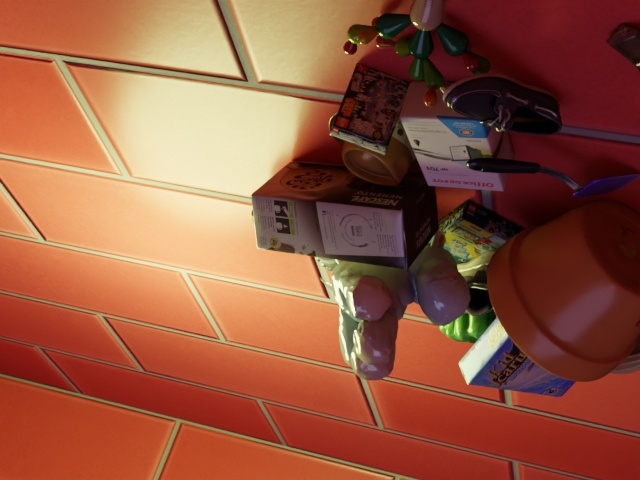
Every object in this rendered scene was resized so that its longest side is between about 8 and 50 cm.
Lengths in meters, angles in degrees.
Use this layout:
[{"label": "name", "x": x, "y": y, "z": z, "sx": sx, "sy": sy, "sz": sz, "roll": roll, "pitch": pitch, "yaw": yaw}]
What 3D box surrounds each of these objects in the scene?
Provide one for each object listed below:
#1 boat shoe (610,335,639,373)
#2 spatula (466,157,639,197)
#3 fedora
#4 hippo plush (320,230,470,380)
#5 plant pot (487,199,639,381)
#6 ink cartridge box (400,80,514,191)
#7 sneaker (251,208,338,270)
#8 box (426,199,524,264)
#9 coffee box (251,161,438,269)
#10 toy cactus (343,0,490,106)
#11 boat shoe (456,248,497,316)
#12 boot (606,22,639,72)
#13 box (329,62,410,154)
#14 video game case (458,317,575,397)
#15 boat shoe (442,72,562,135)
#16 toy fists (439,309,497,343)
[{"label": "boat shoe", "x": 0.556, "y": 0.206, "z": 2.221, "sx": 0.285, "sy": 0.105, "sz": 0.089, "roll": -8, "pitch": 145, "yaw": 44}, {"label": "spatula", "x": 0.368, "y": -0.104, "z": 1.761, "sx": 0.296, "sy": 0.030, "sz": 0.084, "roll": 9, "pitch": 157, "yaw": -17}, {"label": "fedora", "x": 0.098, "y": -0.152, "z": 1.899, "sx": 0.194, "sy": 0.079, "sz": 0.194, "roll": 16, "pitch": 153, "yaw": 8}, {"label": "hippo plush", "x": 0.150, "y": 0.116, "z": 2.033, "sx": 0.236, "sy": 0.294, "sz": 0.234, "roll": -11, "pitch": 116, "yaw": -11}, {"label": "plant pot", "x": 0.459, "y": 0.067, "z": 1.871, "sx": 0.290, "sy": 0.291, "sz": 0.203, "roll": 27, "pitch": 137, "yaw": -13}, {"label": "ink cartridge box", "x": 0.225, "y": -0.168, "z": 1.780, "sx": 0.139, "sy": 0.082, "sz": 0.191, "roll": 5, "pitch": 148, "yaw": 25}, {"label": "sneaker", "x": 0.000, "y": 0.000, "z": 2.184, "sx": 0.299, "sy": 0.111, "sz": 0.121, "roll": 20, "pitch": 139, "yaw": 9}, {"label": "box", "x": 0.334, "y": 0.017, "z": 2.088, "sx": 0.233, "sy": 0.044, "sz": 0.159, "roll": 26, "pitch": 154, "yaw": -12}, {"label": "coffee box", "x": 0.047, "y": -0.050, "z": 1.991, "sx": 0.297, "sy": 0.168, "sz": 0.119, "roll": 7, "pitch": 118, "yaw": 25}, {"label": "toy cactus", "x": 0.142, "y": -0.295, "z": 1.598, "sx": 0.219, "sy": 0.112, "sz": 0.180, "roll": 24, "pitch": 144, "yaw": 12}, {"label": "boat shoe", "x": 0.296, "y": 0.099, "z": 2.113, "sx": 0.102, "sy": 0.092, "sz": 0.285, "roll": 26, "pitch": 154, "yaw": -13}, {"label": "boot", "x": 0.461, "y": -0.260, "z": 1.502, "sx": 0.114, "sy": 0.037, "sz": 0.106, "roll": 41, "pitch": 145, "yaw": -26}, {"label": "box", "x": 0.079, "y": -0.210, "z": 1.739, "sx": 0.093, "sy": 0.137, "sz": 0.027, "roll": 20, "pitch": 150, "yaw": 0}, {"label": "video game case", "x": 0.439, "y": 0.189, "z": 2.109, "sx": 0.244, "sy": 0.061, "sz": 0.269, "roll": 12, "pitch": 129, "yaw": -29}, {"label": "boat shoe", "x": 0.275, "y": -0.195, "z": 1.624, "sx": 0.206, "sy": 0.065, "sz": 0.075, "roll": 4, "pitch": 141, "yaw": -31}, {"label": "toy fists", "x": 0.375, "y": 0.162, "z": 2.246, "sx": 0.279, "sy": 0.096, "sz": 0.142, "roll": -6, "pitch": 174, "yaw": 41}]
